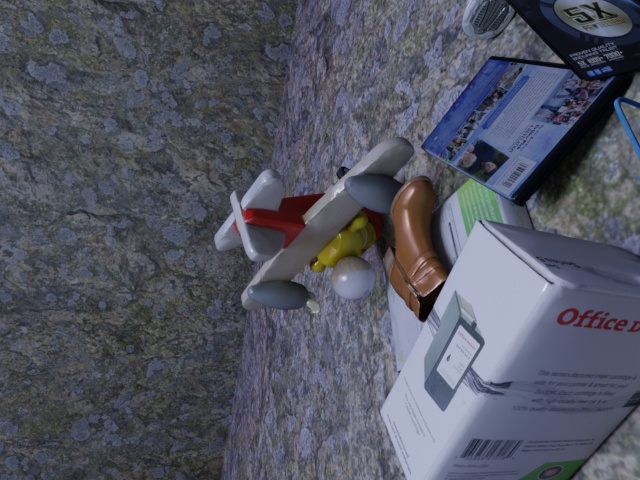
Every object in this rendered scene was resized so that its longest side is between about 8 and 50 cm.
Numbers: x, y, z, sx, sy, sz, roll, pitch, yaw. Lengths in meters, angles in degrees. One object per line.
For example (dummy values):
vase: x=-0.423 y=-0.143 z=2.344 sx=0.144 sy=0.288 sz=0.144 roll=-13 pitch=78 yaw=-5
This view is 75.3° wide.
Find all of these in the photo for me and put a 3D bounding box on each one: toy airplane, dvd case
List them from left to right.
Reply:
toy airplane: x=0.000 y=0.000 z=0.806 sx=0.273 sy=0.384 sz=0.386 roll=55 pitch=167 yaw=15
dvd case: x=0.260 y=-0.169 z=0.587 sx=0.180 sy=0.022 sz=0.253 roll=-53 pitch=28 yaw=14

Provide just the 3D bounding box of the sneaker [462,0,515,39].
sneaker: x=0.284 y=-0.432 z=0.617 sx=0.232 sy=0.090 sz=0.116 roll=129 pitch=148 yaw=-54

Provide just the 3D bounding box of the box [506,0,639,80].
box: x=0.298 y=-0.241 z=0.385 sx=0.078 sy=0.147 sz=0.180 roll=-59 pitch=21 yaw=-2

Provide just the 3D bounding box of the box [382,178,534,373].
box: x=0.211 y=0.066 z=0.674 sx=0.322 sy=0.058 sz=0.233 roll=126 pitch=147 yaw=-55

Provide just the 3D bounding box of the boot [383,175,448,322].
boot: x=0.161 y=0.014 z=0.648 sx=0.152 sy=0.072 sz=0.197 roll=-110 pitch=22 yaw=-56

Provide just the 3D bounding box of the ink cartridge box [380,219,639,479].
ink cartridge box: x=0.211 y=0.132 z=0.431 sx=0.115 sy=0.198 sz=0.273 roll=-113 pitch=37 yaw=-57

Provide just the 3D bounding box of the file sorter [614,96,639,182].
file sorter: x=0.337 y=-0.113 z=0.300 sx=0.170 sy=0.118 sz=0.105 roll=127 pitch=149 yaw=-54
